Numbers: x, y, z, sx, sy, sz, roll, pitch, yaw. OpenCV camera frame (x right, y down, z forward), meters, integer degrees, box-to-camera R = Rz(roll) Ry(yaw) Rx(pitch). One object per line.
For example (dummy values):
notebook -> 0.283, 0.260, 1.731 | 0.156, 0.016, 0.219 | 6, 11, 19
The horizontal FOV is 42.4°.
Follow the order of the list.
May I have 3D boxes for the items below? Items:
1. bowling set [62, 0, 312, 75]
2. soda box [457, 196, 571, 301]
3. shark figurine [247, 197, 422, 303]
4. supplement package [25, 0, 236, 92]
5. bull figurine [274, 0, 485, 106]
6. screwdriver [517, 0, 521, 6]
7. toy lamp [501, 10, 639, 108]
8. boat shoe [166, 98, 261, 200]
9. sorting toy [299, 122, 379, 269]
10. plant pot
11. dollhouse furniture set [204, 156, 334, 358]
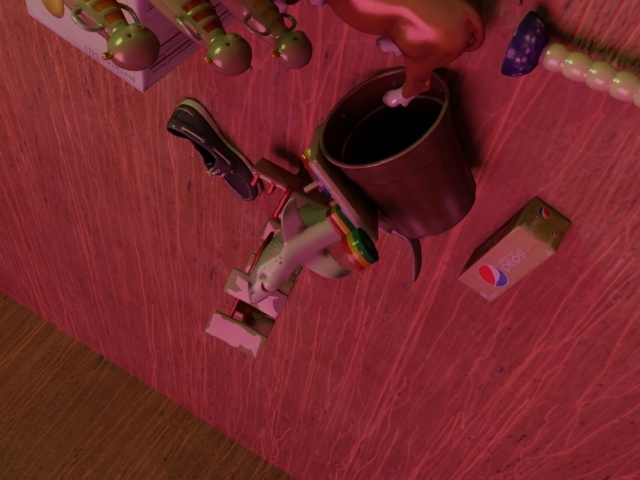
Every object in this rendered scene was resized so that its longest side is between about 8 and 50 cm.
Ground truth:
bowling set -> -0.086, -0.261, 0.771 | 0.154, 0.287, 0.200 | 50, 129, 11
soda box -> 0.260, 0.016, 1.123 | 0.061, 0.058, 0.181 | 36, 150, 1
shark figurine -> 0.022, -0.019, 1.176 | 0.116, 0.279, 0.166 | -123, 26, -56
supplement package -> -0.212, -0.356, 0.936 | 0.199, 0.198, 0.262 | 35, 150, 13
bull figurine -> 0.033, -0.284, 0.898 | 0.310, 0.101, 0.188 | 40, 155, 1
screwdriver -> 0.184, -0.300, 0.805 | 0.025, 0.024, 0.169 | 52, 170, 37
toy lamp -> 0.320, -0.147, 0.817 | 0.275, 0.080, 0.080 | 28, 149, 15
boat shoe -> -0.177, -0.133, 1.353 | 0.075, 0.065, 0.206 | -4, 131, 48
sorting toy -> 0.020, -0.070, 1.058 | 0.046, 0.274, 0.132 | -31, 112, 19
plant pot -> 0.110, -0.100, 1.030 | 0.167, 0.167, 0.165 | 8, 148, 39
dollhouse furniture set -> -0.090, 0.015, 1.308 | 0.135, 0.262, 0.259 | 27, 111, -1
